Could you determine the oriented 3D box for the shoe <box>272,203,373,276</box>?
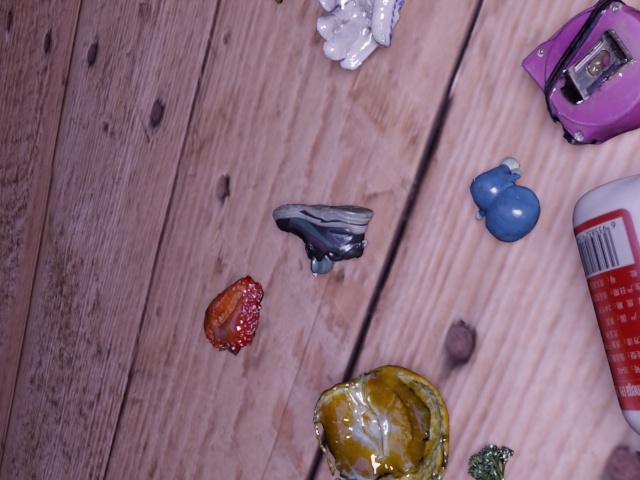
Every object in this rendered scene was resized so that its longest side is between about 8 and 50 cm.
[{"bbox_3d":[0.000,0.000,0.980,0.169,0.071,0.099,4,96,46],"label":"shoe"}]

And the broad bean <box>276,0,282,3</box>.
[{"bbox_3d":[-0.075,-0.479,1.075,0.053,0.052,0.256,80,-179,-85],"label":"broad bean"}]

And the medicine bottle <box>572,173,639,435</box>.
[{"bbox_3d":[0.295,0.070,0.589,0.131,0.131,0.250,-23,74,47],"label":"medicine bottle"}]

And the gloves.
[{"bbox_3d":[0.063,-0.318,0.880,0.119,0.097,0.229,40,115,47],"label":"gloves"}]

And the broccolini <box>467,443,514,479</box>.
[{"bbox_3d":[0.218,0.282,0.743,0.194,0.052,0.054,42,125,40],"label":"broccolini"}]

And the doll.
[{"bbox_3d":[0.192,-0.036,0.771,0.083,0.051,0.076,58,135,29],"label":"doll"}]

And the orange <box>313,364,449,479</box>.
[{"bbox_3d":[0.079,0.219,0.858,0.170,0.112,0.160,28,101,21],"label":"orange"}]

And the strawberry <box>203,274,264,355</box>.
[{"bbox_3d":[-0.142,0.119,1.160,0.104,0.048,0.152,46,126,35],"label":"strawberry"}]

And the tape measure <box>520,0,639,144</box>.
[{"bbox_3d":[0.258,-0.152,0.671,0.125,0.074,0.118,-48,57,41],"label":"tape measure"}]
